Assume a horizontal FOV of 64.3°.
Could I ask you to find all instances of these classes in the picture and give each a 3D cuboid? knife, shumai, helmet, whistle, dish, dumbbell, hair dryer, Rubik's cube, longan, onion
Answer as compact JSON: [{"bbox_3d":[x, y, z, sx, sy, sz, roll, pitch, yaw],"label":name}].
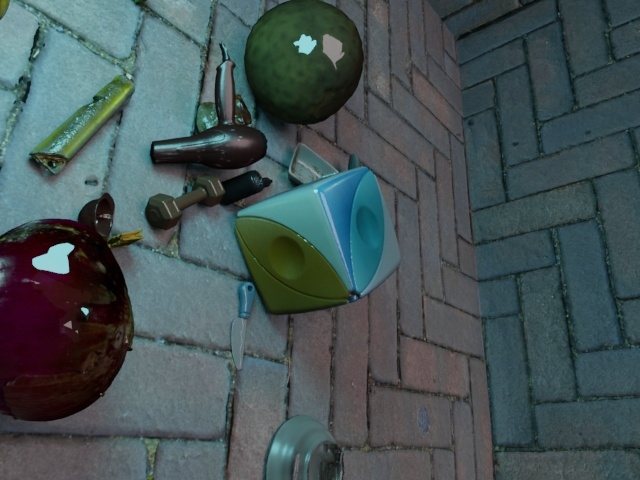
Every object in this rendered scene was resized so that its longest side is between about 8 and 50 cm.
[{"bbox_3d":[-0.223,0.234,1.425,0.058,0.032,0.244,31,58,-46],"label":"knife"},{"bbox_3d":[-0.259,-0.336,1.501,0.201,0.120,0.201,28,54,-46],"label":"shumai"},{"bbox_3d":[-0.504,-0.053,1.131,0.089,0.057,0.111,85,5,-54],"label":"helmet"},{"bbox_3d":[-0.534,-0.272,1.169,0.068,0.057,0.326,50,43,-29],"label":"whistle"},{"bbox_3d":[-0.017,0.664,1.467,0.316,0.106,0.317,23,59,-47],"label":"dish"},{"bbox_3d":[-0.349,-0.104,1.329,0.231,0.082,0.092,-37,106,-51],"label":"dumbbell"},{"bbox_3d":[-0.299,-0.360,1.357,0.312,0.123,0.341,-5,95,-29],"label":"hair dryer"},{"bbox_3d":[0.000,0.000,1.523,0.351,0.352,0.347,-27,99,-51],"label":"Rubik's cube"},{"bbox_3d":[-0.050,-0.568,1.637,0.391,0.391,0.391,23,60,-47],"label":"longan"},{"bbox_3d":[-0.523,0.133,0.873,0.385,0.348,0.348,1,74,-17],"label":"onion"},{"bbox_3d":[-0.193,-0.174,1.539,0.255,0.128,0.070,-32,103,-63],"label":"hair dryer"},{"bbox_3d":[-0.022,-0.217,1.784,0.234,0.064,0.154,35,51,-24],"label":"dish"}]

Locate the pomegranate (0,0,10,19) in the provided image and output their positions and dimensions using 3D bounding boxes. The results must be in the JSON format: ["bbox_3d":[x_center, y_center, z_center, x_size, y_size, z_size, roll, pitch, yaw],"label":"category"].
[{"bbox_3d":[-0.688,-0.471,0.896,0.248,0.248,0.248,23,60,-47],"label":"pomegranate"}]

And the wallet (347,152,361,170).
[{"bbox_3d":[0.165,-0.153,1.948,0.251,0.054,0.290,-87,157,-51],"label":"wallet"}]

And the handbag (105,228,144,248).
[{"bbox_3d":[-0.448,-0.004,1.162,0.061,0.083,0.027,-13,87,-51],"label":"handbag"}]

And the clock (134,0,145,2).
[{"bbox_3d":[-0.515,-0.792,1.351,0.255,0.106,0.220,47,46,-39],"label":"clock"}]
